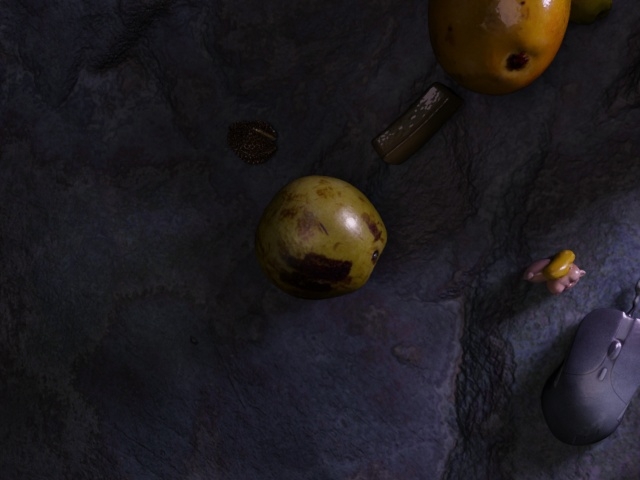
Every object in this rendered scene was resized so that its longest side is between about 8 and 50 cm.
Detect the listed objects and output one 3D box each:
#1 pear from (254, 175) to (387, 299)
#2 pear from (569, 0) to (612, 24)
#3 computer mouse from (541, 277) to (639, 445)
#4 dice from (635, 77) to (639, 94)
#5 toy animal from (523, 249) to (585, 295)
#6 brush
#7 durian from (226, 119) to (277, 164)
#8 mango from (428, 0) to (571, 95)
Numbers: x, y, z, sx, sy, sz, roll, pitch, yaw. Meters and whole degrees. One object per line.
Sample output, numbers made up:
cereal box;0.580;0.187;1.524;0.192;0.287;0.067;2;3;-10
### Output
pear;0.000;0.000;1.518;0.283;0.283;0.284;3;97;21
pear;0.494;-0.472;1.351;0.107;0.107;0.131;-39;83;21
computer mouse;0.564;0.247;1.420;0.167;0.090;0.379;22;102;16
dice;0.706;-0.335;1.212;0.251;0.243;0.259;22;107;17
toy animal;0.472;0.077;1.437;0.114;0.091;0.082;-25;101;21
brush;0.202;-0.243;1.481;0.197;0.123;0.059;-44;77;19
durian;-0.174;-0.237;1.659;0.140;0.071;0.110;30;106;21
mango;0.328;-0.494;1.328;0.232;0.300;0.446;3;81;-18
